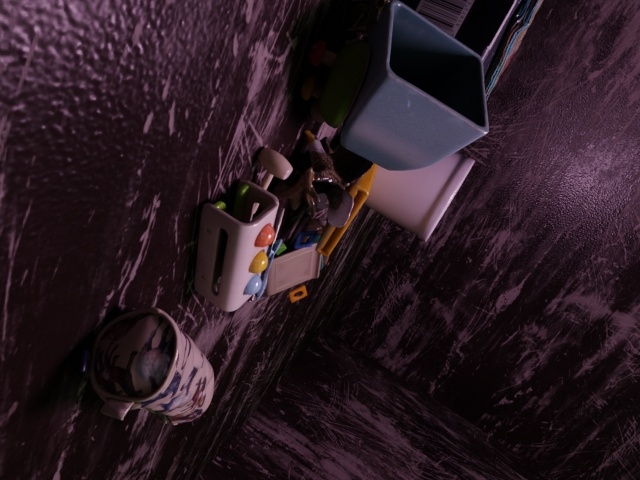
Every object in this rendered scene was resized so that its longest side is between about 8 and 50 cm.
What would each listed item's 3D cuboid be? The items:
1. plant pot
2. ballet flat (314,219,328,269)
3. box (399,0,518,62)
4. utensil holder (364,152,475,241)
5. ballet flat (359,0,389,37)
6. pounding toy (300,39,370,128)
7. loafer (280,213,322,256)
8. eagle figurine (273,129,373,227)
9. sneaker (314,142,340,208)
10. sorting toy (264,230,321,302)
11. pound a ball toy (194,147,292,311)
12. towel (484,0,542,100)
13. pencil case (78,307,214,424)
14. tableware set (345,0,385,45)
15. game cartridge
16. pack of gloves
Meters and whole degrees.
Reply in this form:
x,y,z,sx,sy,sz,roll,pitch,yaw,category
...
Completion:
x,y,z,sx,sy,sz,roll,pitch,yaw,category
0.173,-0.295,0.974,0.252,0.247,0.247,-42,-148,51,plant pot
0.000,0.000,1.700,0.342,0.116,0.124,95,9,-65,ballet flat
0.369,-0.578,1.279,0.479,0.298,0.472,-62,166,12,box
0.291,-0.228,1.606,0.327,0.386,0.327,-55,168,-19,utensil holder
0.151,-0.558,1.005,0.072,0.068,0.213,-46,162,-46,ballet flat
0.011,-0.344,0.956,0.237,0.110,0.182,-125,-125,-73,pounding toy
-0.067,0.021,1.513,0.219,0.078,0.080,-61,168,12,loafer
0.033,-0.195,1.149,0.298,0.227,0.225,-40,138,-42,eagle figurine
0.033,-0.210,1.378,0.232,0.091,0.115,-64,161,-11,sneaker
-0.096,0.087,1.471,0.196,0.047,0.347,-17,141,-21,sorting toy
-0.147,-0.014,0.981,0.208,0.136,0.319,-46,163,-46,pound a ball toy
0.557,-0.579,1.261,0.271,0.040,0.370,-56,168,-10,towel
-0.326,0.280,0.919,0.410,0.160,0.183,96,20,-63,pencil case
0.111,-0.472,1.009,0.104,0.024,0.154,-10,150,-11,tableware set
0.098,-0.146,1.362,0.285,0.053,0.323,-59,-176,44,game cartridge
-0.127,0.049,1.167,0.195,0.046,0.231,152,-47,-70,pack of gloves
